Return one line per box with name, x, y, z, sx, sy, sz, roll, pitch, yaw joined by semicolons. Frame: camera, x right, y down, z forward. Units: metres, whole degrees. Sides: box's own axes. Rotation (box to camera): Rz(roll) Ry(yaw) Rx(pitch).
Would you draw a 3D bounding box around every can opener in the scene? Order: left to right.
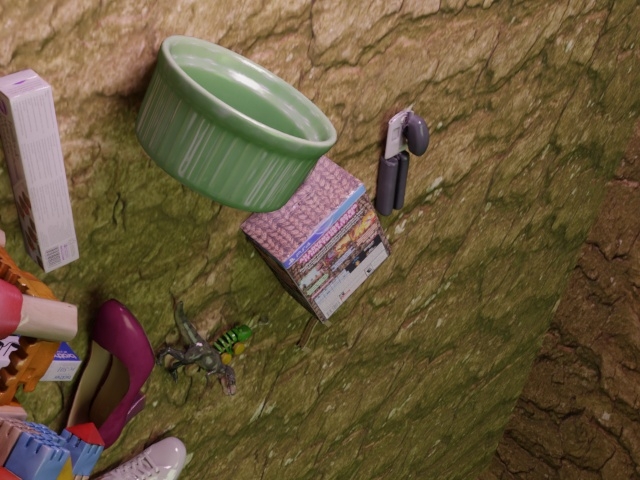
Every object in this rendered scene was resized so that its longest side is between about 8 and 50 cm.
can opener;0.185;-0.166;1.884;0.076;0.095;0.283;-29;140;-30

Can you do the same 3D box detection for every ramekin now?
ramekin;-0.140;-0.177;1.301;0.303;0.303;0.148;3;126;-52

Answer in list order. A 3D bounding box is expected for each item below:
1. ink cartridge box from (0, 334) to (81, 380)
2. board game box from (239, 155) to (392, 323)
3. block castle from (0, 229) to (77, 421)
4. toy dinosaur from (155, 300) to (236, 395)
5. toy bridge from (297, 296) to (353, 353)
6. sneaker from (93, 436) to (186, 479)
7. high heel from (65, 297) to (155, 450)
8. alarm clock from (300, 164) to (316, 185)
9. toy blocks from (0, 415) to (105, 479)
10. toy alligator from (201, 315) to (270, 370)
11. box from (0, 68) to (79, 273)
ink cartridge box;-0.510;0.187;1.371;0.207;0.097;0.046;14;110;-54
board game box;0.000;0.000;1.774;0.232;0.141;0.291;-45;146;-11
block castle;-0.565;0.188;1.117;0.213;0.303;0.453;21;103;-55
toy dinosaur;-0.275;0.239;1.733;0.118;0.064;0.268;-29;125;0
toy bridge;0.007;0.197;2.077;0.188;0.026;0.063;-51;146;-3
sneaker;-0.419;0.533;1.803;0.290;0.106;0.123;-42;148;-13
high heel;-0.408;0.270;1.537;0.181;0.127;0.377;-40;150;-36
alarm clock;-0.082;-0.148;1.604;0.192;0.064;0.129;-42;146;-19
toy blocks;-0.410;0.351;1.070;0.261;0.190;0.381;-63;154;-8
toy alligator;-0.190;0.213;1.823;0.189;0.056;0.051;-38;145;-20
box;-0.422;-0.094;1.240;0.067;0.063;0.324;-30;141;-32
